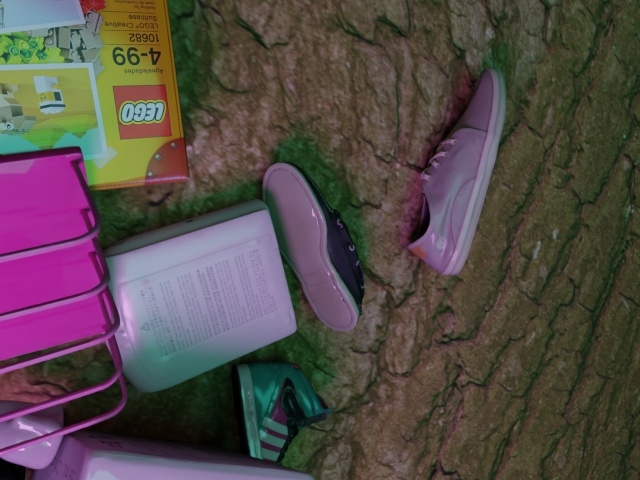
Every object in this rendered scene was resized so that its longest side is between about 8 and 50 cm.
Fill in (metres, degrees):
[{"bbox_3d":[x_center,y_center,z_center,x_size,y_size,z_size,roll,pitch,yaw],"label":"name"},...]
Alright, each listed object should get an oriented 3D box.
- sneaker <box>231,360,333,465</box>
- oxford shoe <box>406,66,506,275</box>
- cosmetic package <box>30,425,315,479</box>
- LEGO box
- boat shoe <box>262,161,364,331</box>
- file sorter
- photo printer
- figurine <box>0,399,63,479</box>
[{"bbox_3d":[-0.063,0.360,1.016,0.178,0.123,0.296,-9,101,-19],"label":"sneaker"},{"bbox_3d":[0.284,-0.154,1.117,0.129,0.169,0.450,16,88,5],"label":"oxford shoe"},{"bbox_3d":[-0.249,0.494,0.743,0.327,0.329,0.394,21,67,-30],"label":"cosmetic package"},{"bbox_3d":[-0.450,-0.232,0.648,0.499,0.193,0.373,-11,103,-28],"label":"LEGO box"},{"bbox_3d":[0.004,0.000,0.998,0.113,0.127,0.340,-45,112,-49],"label":"boat shoe"},{"bbox_3d":[-0.341,0.076,0.604,0.202,0.182,0.291,-14,131,-26],"label":"file sorter"},{"bbox_3d":[-0.208,0.093,0.890,0.307,0.107,0.256,-21,108,-25],"label":"photo printer"},{"bbox_3d":[-0.486,0.283,0.714,0.209,0.092,0.215,25,114,-33],"label":"figurine"}]
